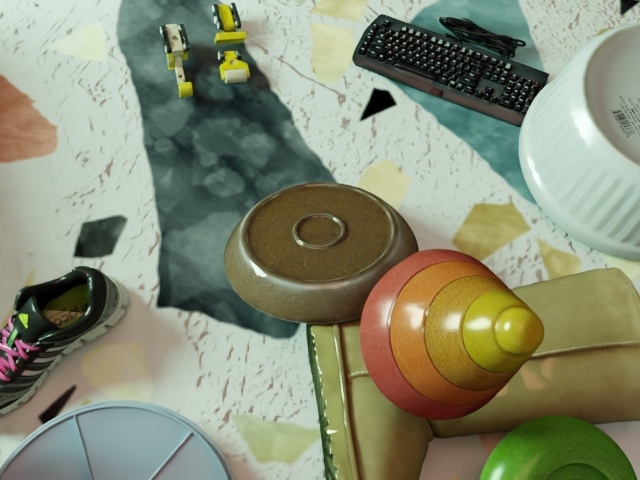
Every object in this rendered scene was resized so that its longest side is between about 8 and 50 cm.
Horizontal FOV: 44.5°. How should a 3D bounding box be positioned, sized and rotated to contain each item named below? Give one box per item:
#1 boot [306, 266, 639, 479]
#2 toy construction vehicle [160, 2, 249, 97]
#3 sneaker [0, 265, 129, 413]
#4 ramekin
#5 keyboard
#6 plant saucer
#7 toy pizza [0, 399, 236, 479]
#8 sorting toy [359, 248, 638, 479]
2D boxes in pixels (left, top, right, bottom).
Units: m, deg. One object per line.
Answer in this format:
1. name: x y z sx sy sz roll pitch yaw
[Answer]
1. boot: 0.135 0.139 0.603 0.270 0.089 0.236 -6 64 -5
2. toy construction vehicle: -0.116 -0.191 0.795 0.086 0.035 0.098 -12 67 -18
3. sneaker: -0.236 0.077 0.635 0.170 0.075 0.063 -38 70 -17
4. ramekin: 0.294 -0.096 0.700 0.207 0.109 0.207 2 66 -4
5. keyboard: 0.136 -0.190 0.791 0.192 0.038 0.100 23 66 9
6. plant saucer: 0.000 0.000 0.668 0.169 0.029 0.168 -1 41 1
7. toy pizza: -0.158 0.221 0.590 0.201 0.032 0.201 1 64 -1
8. sorting toy: 0.169 0.161 0.501 0.127 0.126 0.365 -34 92 -17
